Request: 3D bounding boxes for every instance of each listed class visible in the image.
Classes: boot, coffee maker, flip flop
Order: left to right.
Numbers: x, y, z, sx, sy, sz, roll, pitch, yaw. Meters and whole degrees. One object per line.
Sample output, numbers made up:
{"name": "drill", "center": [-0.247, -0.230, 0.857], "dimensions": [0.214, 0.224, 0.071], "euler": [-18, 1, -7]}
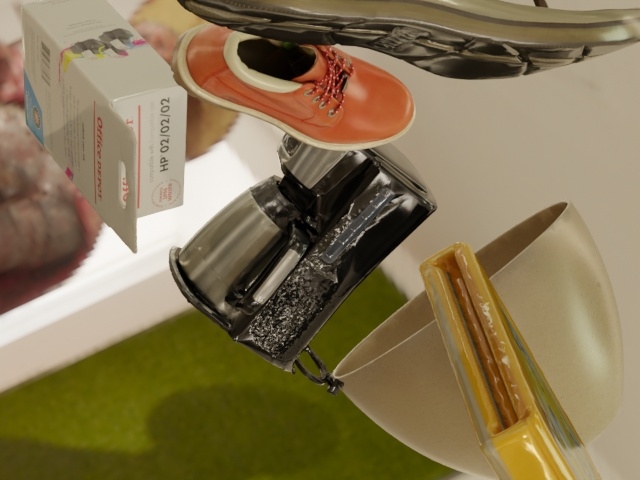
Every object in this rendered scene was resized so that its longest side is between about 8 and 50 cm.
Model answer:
{"name": "boot", "center": [-0.002, -0.091, 0.964], "dimensions": [0.084, 0.158, 0.059], "euler": [-4, -105, 63]}
{"name": "coffee maker", "center": [0.000, 0.000, 1.241], "dimensions": [0.171, 0.178, 0.120], "euler": [32, 17, -46]}
{"name": "flip flop", "center": [0.057, -0.138, 0.875], "dimensions": [0.112, 0.277, 0.080], "euler": [169, -73, -69]}

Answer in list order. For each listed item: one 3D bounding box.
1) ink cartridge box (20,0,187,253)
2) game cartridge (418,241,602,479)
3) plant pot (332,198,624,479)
{"name": "ink cartridge box", "center": [-0.143, -0.085, 1.130], "dimensions": [0.181, 0.061, 0.104], "euler": [47, -36, 41]}
{"name": "game cartridge", "center": [0.190, 0.188, 1.265], "dimensions": [0.324, 0.052, 0.285], "euler": [56, 10, -25]}
{"name": "plant pot", "center": [0.180, 0.120, 1.560], "dimensions": [0.191, 0.284, 0.284], "euler": [53, -9, -3]}
